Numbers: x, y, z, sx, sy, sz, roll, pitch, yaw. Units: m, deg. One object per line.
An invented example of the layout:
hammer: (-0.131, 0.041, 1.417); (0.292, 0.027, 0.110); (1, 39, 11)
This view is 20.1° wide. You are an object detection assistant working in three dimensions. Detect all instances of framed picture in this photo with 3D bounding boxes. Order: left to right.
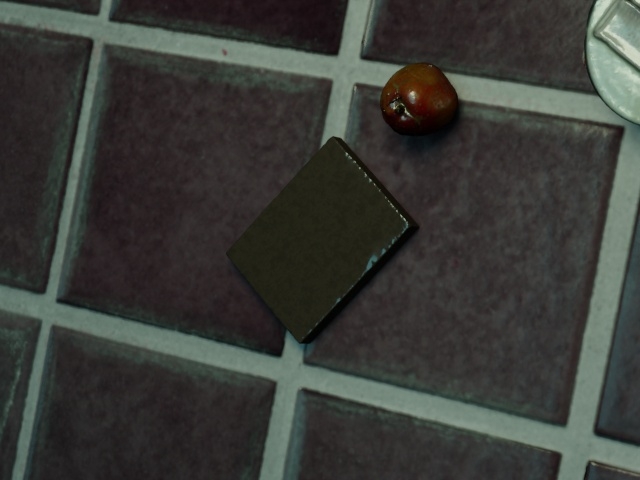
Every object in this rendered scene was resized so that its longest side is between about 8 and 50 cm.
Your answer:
framed picture: (0.000, 0.000, 1.795); (0.168, 0.023, 0.128); (-47, 67, 17)

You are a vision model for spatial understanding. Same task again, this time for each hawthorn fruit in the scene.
hawthorn fruit: (0.092, -0.132, 1.726); (0.077, 0.077, 0.077); (-2, 86, 28)

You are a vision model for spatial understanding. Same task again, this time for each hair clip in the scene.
hair clip: (0.307, -0.158, 1.566); (0.220, 0.054, 0.140); (43, 110, 23)

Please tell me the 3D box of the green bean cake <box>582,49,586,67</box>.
green bean cake: (0.314, -0.192, 1.622); (0.135, 0.056, 0.135); (23, 98, 25)
